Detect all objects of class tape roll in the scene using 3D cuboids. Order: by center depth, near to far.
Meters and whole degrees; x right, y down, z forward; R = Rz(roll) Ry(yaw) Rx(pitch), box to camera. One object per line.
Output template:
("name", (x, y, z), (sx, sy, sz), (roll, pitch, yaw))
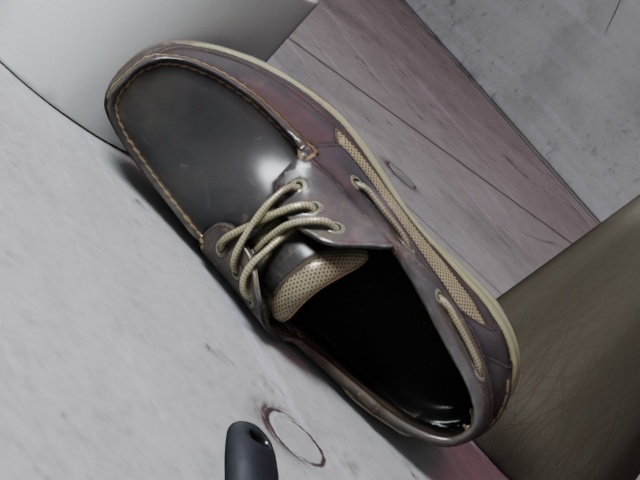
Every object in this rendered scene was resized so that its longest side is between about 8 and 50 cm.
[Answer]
("tape roll", (-0.144, -0.200, 1.145), (0.246, 0.169, 0.246), (41, 13, -11))

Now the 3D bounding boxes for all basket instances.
("basket", (0.224, 0.081, 1.207), (0.204, 0.227, 0.154), (48, 14, 23))

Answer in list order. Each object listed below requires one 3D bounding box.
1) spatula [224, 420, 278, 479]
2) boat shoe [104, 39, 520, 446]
("spatula", (-0.020, 0.166, 0.664), (0.084, 0.030, 0.296), (35, 16, -23))
("boat shoe", (0.000, 0.000, 1.023), (0.355, 0.132, 0.130), (41, 13, -5))
